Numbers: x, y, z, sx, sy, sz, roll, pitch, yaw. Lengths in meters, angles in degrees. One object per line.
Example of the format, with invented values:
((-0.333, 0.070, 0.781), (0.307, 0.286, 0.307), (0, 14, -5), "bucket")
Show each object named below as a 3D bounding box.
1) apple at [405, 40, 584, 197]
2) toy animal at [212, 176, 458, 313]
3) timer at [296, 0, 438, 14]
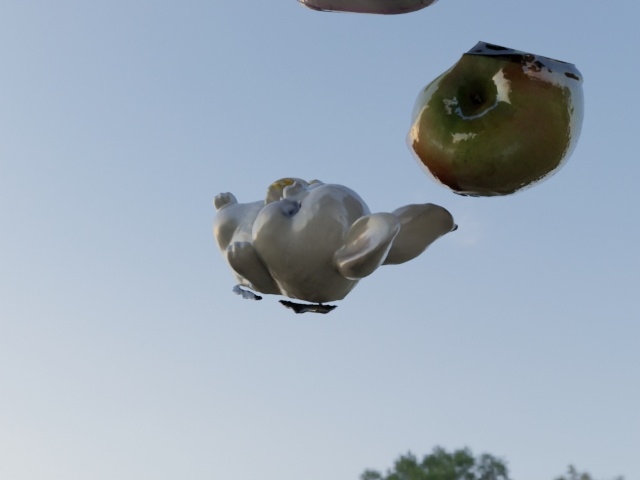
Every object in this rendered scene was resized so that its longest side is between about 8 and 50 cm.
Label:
((0.204, -0.133, 1.020), (0.207, 0.174, 0.188), (-26, -18, 14), "apple")
((-0.007, 0.001, 1.079), (0.325, 0.154, 0.208), (4, 10, 35), "toy animal")
((0.076, -0.359, 1.187), (0.208, 0.191, 0.069), (10, -54, 28), "timer")
